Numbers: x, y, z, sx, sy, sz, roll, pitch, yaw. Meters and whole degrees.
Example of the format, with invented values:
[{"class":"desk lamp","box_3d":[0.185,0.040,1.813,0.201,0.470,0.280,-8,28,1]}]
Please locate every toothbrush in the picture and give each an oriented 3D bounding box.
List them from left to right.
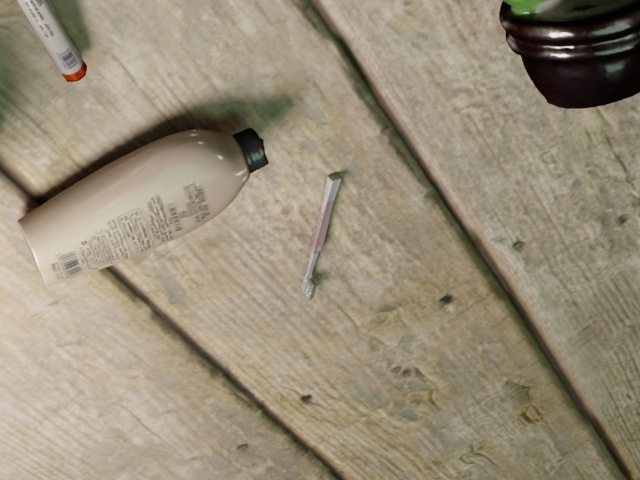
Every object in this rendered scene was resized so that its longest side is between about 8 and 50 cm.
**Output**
[{"class":"toothbrush","box_3d":[-0.001,-0.001,2.016,0.014,0.017,0.194,-19,141,-30]}]

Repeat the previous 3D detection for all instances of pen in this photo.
[{"class":"pen","box_3d":[-0.242,-0.199,1.523,0.028,0.028,0.239,-31,157,-4]}]

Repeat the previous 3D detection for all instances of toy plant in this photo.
[{"class":"toy plant","box_3d":[0.273,-0.262,1.799,0.218,0.175,0.235,-20,119,-9]}]

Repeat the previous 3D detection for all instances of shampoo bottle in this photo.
[{"class":"shampoo bottle","box_3d":[-0.170,-0.042,1.769,0.257,0.078,0.127,-24,140,-10]}]
